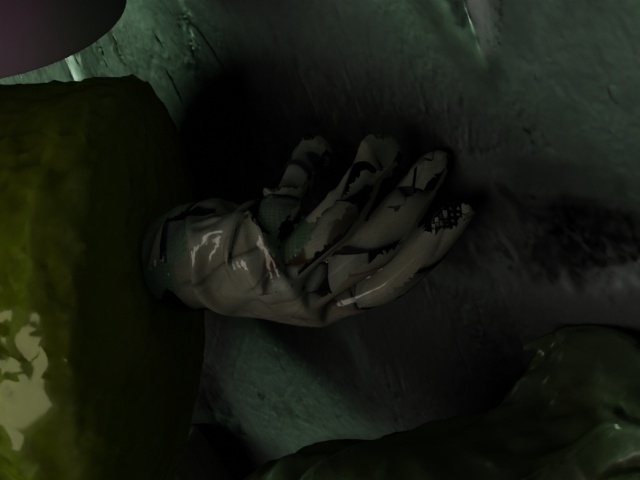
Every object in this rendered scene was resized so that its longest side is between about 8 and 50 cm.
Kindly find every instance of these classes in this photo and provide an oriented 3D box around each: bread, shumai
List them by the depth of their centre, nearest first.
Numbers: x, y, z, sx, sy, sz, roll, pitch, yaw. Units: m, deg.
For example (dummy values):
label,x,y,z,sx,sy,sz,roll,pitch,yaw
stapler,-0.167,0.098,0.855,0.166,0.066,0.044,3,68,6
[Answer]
label,x,y,z,sx,sy,sz,roll,pitch,yaw
shumai,0.106,0.175,0.873,0.330,0.292,0.288,31,112,30
bread,-0.246,0.051,1.056,0.308,0.348,0.348,-1,127,11

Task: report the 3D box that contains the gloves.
label,x,y,z,sx,sy,sz,roll,pitch,yaw
gloves,-0.003,0.005,0.922,0.212,0.111,0.127,-4,133,28

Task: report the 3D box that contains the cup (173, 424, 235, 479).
label,x,y,z,sx,sy,sz,roll,pitch,yaw
cup,-0.126,0.336,1.400,0.208,0.288,0.273,-30,94,22

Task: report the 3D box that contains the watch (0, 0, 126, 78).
label,x,y,z,sx,sy,sz,roll,pitch,yaw
watch,-0.270,-0.206,0.997,0.217,0.248,0.210,24,134,37
